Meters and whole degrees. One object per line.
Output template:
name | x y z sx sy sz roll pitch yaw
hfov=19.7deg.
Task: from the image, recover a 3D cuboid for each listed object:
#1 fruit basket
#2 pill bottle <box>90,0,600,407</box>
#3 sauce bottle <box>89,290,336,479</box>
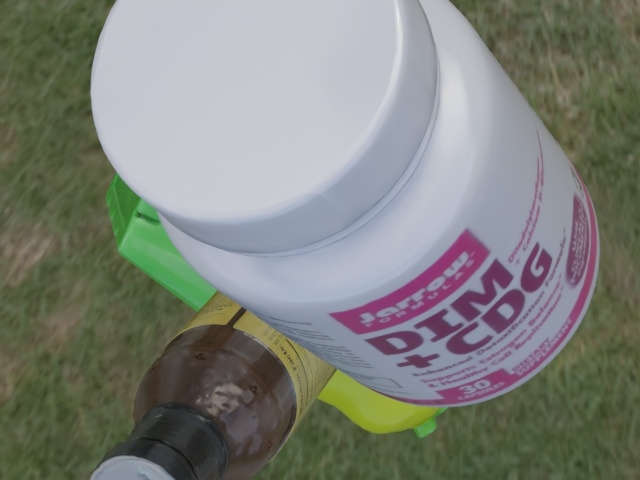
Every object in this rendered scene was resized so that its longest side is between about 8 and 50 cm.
fruit basket | 0.000 0.000 1.652 0.392 0.392 0.283 25 96 -4
pill bottle | 0.020 -0.029 0.833 0.160 0.283 0.160 -7 71 20
sauce bottle | -0.064 0.103 1.293 0.111 0.344 0.111 8 113 18
